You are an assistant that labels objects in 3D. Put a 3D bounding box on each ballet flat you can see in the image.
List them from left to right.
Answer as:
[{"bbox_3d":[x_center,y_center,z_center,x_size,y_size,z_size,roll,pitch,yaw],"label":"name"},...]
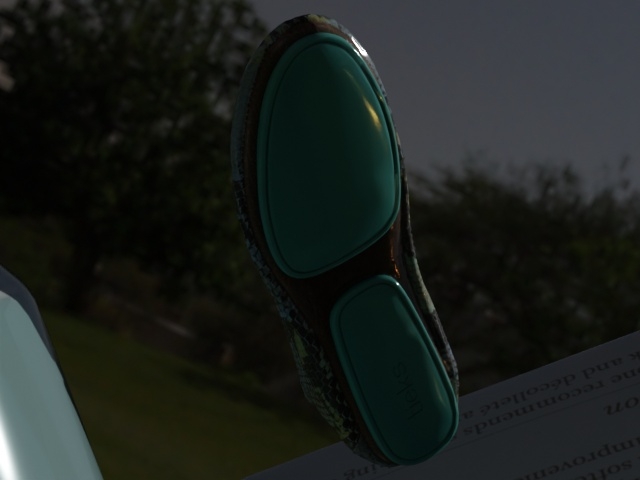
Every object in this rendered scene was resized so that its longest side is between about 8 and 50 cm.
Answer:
[{"bbox_3d":[0.000,0.000,0.644,0.070,0.070,0.188,20,-46,45],"label":"ballet flat"}]

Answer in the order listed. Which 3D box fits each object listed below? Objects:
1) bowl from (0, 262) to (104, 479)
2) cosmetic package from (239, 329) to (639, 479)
[{"bbox_3d":[-0.204,0.075,0.574,0.311,0.163,0.311,0,4,0],"label":"bowl"},{"bbox_3d":[0.164,0.286,0.848,0.393,0.329,0.327,-97,166,-66],"label":"cosmetic package"}]
